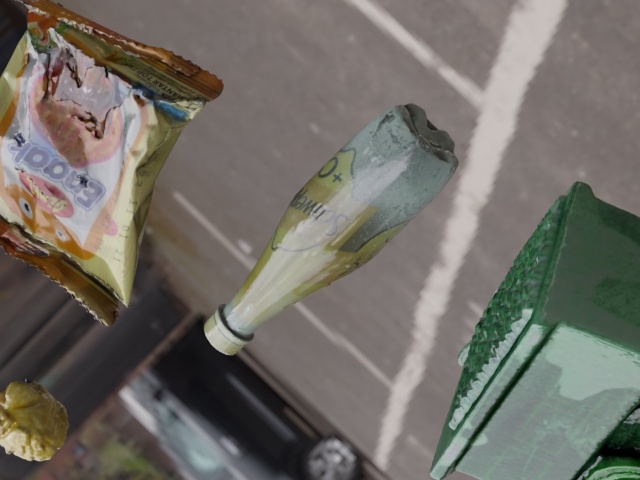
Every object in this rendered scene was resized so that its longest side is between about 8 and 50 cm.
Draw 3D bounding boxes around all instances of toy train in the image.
[{"bbox_3d":[0.211,0.099,1.150,0.202,0.145,0.266,23,142,0],"label":"toy train"}]

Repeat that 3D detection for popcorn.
[{"bbox_3d":[-0.281,0.170,1.493,0.084,0.084,0.084,43,172,7],"label":"popcorn"}]

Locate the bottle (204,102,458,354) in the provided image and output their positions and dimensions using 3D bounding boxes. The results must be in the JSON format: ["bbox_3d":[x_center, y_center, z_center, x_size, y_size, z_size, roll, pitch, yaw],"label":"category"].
[{"bbox_3d":[0.000,0.000,1.326,0.083,0.269,0.083,36,-156,-19],"label":"bottle"}]

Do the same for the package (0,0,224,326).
[{"bbox_3d":[-0.108,-0.040,0.704,0.108,0.120,0.031,32,-160,21],"label":"package"}]
